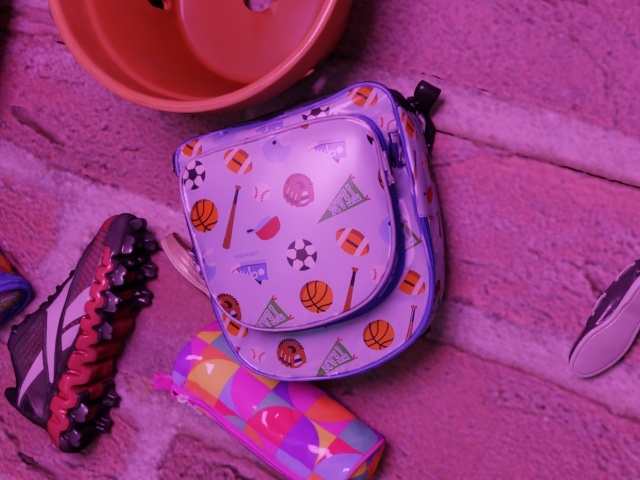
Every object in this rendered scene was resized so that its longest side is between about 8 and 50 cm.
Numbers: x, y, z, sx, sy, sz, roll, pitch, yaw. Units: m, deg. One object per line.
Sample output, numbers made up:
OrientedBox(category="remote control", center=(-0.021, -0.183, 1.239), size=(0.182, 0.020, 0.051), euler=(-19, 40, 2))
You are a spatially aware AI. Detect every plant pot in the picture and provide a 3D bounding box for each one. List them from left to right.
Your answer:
OrientedBox(category="plant pot", center=(-0.087, -0.258, 1.022), size=(0.291, 0.203, 0.290), euler=(0, 90, 17))

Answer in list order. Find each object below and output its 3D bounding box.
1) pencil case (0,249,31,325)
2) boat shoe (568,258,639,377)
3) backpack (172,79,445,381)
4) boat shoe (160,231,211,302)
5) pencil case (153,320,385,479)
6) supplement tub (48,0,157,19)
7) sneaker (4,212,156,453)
OrientedBox(category="pencil case", center=(-0.468, -0.006, 1.231), size=(0.306, 0.119, 0.133), euler=(48, 117, 14))
OrientedBox(category="boat shoe", center=(0.271, 0.072, 0.982), size=(0.046, 0.038, 0.125), euler=(24, 110, -23))
OrientedBox(category="backpack", center=(0.000, 0.000, 1.008), size=(0.277, 0.213, 0.263), euler=(-15, 96, 18))
OrientedBox(category="boat shoe", center=(-0.113, 0.035, 1.130), size=(0.135, 0.050, 0.045), euler=(44, 102, 5))
OrientedBox(category="pencil case", center=(-0.050, 0.180, 1.078), size=(0.236, 0.104, 0.104), euler=(30, 101, 19))
OrientedBox(category="supplement tub", center=(-0.236, -0.329, 1.135), size=(0.117, 0.117, 0.190), euler=(-2, 89, 22))
OrientedBox(category="sneaker", center=(-0.273, 0.090, 1.165), size=(0.135, 0.098, 0.276), euler=(23, 100, 18))
